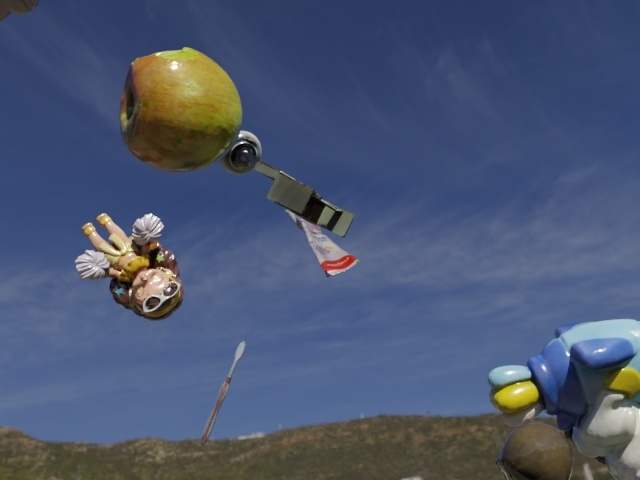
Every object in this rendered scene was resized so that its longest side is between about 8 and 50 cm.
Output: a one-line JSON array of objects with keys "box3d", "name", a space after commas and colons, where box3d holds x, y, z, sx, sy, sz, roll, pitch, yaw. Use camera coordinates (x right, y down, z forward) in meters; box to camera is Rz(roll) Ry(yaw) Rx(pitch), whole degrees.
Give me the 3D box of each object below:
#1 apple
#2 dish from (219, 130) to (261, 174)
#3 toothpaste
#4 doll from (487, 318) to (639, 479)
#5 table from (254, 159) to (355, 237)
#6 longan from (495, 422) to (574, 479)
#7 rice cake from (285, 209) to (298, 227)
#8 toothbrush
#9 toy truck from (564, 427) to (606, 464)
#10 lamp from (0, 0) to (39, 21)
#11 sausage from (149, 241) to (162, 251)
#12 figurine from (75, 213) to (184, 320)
[{"box3d": [-0.377, -0.349, 1.833, 0.339, 0.340, 0.339, -6, -31, -4], "name": "apple"}, {"box3d": [-0.236, -0.259, 2.086, 0.141, 0.078, 0.141, -11, -62, -21], "name": "dish"}, {"box3d": [0.000, 0.000, 1.557, 0.075, 0.301, 0.048, 1, -66, -23], "name": "toothpaste"}, {"box3d": [0.479, 0.255, 1.084, 0.365, 0.376, 0.187, 40, -21, 3], "name": "doll"}, {"box3d": [-0.041, -0.082, 1.353, 0.146, 0.175, 0.062, 29, -91, -50], "name": "table"}, {"box3d": [0.496, 0.507, 1.572, 0.189, 0.189, 0.189, -6, -31, -4], "name": "longan"}, {"box3d": [-0.079, -0.075, 2.141, 0.033, 0.207, 0.033, -45, -72, 2], "name": "rice cake"}, {"box3d": [-0.165, 0.258, 1.144, 0.013, 0.193, 0.019, 22, 5, -2], "name": "toothbrush"}, {"box3d": [0.700, 0.435, 1.641, 0.208, 0.113, 0.126, -13, -58, -35], "name": "toy truck"}, {"box3d": [-0.597, -0.506, 1.093, 0.247, 0.301, 0.247, -23, -23, 14], "name": "lamp"}, {"box3d": [-0.462, 0.047, 1.725, 0.131, 0.039, 0.041, -29, 0, -9], "name": "sausage"}, {"box3d": [-0.354, 0.046, 1.276, 0.174, 0.240, 0.116, -39, -5, -20], "name": "figurine"}]
